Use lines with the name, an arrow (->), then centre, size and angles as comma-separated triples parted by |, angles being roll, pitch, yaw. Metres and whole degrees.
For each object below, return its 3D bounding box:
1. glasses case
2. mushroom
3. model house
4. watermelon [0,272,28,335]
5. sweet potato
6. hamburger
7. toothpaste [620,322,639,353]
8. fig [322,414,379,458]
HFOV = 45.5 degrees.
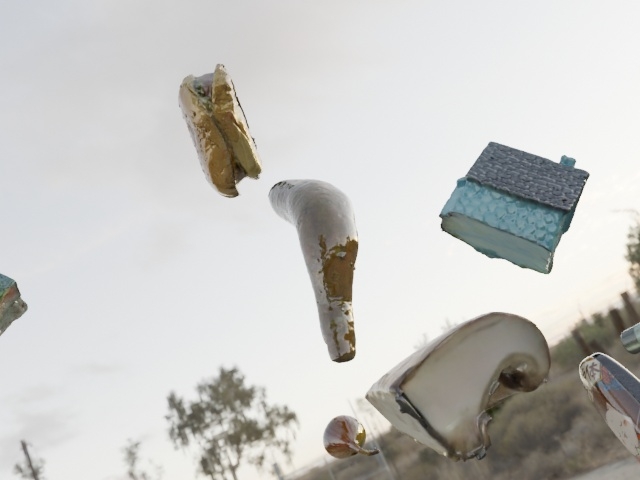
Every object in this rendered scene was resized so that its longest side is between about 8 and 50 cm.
glasses case -> 0.534, 0.313, 1.224 | 0.082, 0.321, 0.122 | -33, -40, -3
mushroom -> 0.262, 0.294, 1.604 | 0.313, 0.224, 0.397 | -45, -2, -17
model house -> 0.424, -0.091, 1.671 | 0.241, 0.261, 0.226 | -64, -21, -8
watermelon -> -0.286, 0.054, 0.660 | 0.085, 0.085, 0.061 | -37, -35, 29
sweet potato -> 0.003, -0.003, 0.923 | 0.079, 0.346, 0.108 | 4, -54, -19
hamburger -> -0.199, -0.203, 1.503 | 0.124, 0.262, 0.131 | -20, 18, 3
toothpaste -> 0.493, 0.091, 0.983 | 0.062, 0.039, 0.239 | 17, -35, -25
fig -> 0.035, 0.223, 0.847 | 0.050, 0.050, 0.083 | -15, 10, -26
